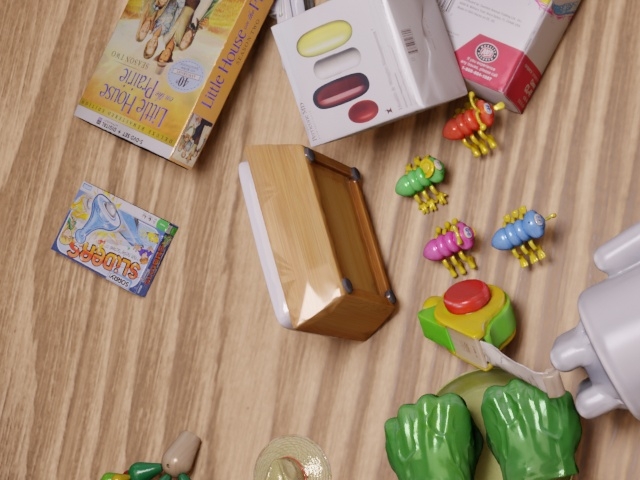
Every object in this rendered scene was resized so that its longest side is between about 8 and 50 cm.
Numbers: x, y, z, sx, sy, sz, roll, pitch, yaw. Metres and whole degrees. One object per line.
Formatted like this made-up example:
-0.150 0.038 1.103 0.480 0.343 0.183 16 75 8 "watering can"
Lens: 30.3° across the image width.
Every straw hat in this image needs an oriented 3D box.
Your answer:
-0.056 0.371 1.823 0.144 0.061 0.145 -5 77 23 "straw hat"

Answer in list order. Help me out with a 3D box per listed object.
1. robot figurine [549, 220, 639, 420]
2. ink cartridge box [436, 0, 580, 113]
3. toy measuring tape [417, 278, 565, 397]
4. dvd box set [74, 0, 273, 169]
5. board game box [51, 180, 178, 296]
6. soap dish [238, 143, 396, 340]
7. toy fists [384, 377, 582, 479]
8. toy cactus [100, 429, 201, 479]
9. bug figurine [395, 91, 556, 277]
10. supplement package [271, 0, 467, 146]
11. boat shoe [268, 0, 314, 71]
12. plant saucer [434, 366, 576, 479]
0.484 0.110 1.572 0.353 0.200 0.300 -28 92 15 "robot figurine"
0.271 -0.381 1.809 0.226 0.131 0.306 29 91 26 "ink cartridge box"
0.258 0.129 1.673 0.330 0.121 0.121 24 88 57 "toy measuring tape"
-0.236 -0.355 2.012 0.307 0.062 0.420 26 90 44 "dvd box set"
-0.358 -0.004 2.047 0.201 0.035 0.136 24 89 26 "board game box"
0.000 0.000 1.784 0.118 0.229 0.291 -24 70 23 "soap dish"
0.228 0.275 1.666 0.279 0.096 0.142 -12 81 19 "toy fists"
-0.242 0.394 1.886 0.219 0.112 0.180 12 62 37 "toy cactus"
0.221 -0.073 1.774 0.216 0.072 0.279 -33 67 29 "bug figurine"
0.072 -0.265 1.736 0.203 0.149 0.194 -17 94 35 "supplement package"
-0.054 -0.393 1.975 0.075 0.083 0.226 -14 74 19 "boat shoe"
0.255 0.306 1.718 0.241 0.037 0.241 -5 77 23 "plant saucer"
